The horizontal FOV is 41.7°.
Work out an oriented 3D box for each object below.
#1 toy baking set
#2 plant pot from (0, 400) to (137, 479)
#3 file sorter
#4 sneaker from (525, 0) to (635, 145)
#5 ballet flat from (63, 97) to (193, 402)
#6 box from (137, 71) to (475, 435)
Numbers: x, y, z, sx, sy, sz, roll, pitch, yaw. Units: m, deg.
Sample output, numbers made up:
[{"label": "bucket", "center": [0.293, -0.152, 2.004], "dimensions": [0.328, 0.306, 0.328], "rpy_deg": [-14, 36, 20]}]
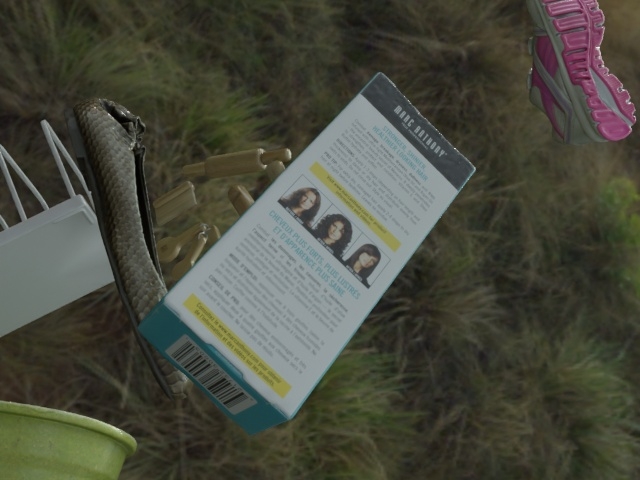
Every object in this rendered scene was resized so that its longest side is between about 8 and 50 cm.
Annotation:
[{"label": "toy baking set", "center": [-0.104, -0.035, 1.056], "dimensions": [0.030, 0.256, 0.196], "rpy_deg": [52, 35, -49]}, {"label": "plant pot", "center": [-0.373, 0.341, 0.969], "dimensions": [0.276, 0.276, 0.254], "rpy_deg": [27, 57, -36]}, {"label": "file sorter", "center": [-0.431, -0.001, 1.107], "dimensions": [0.278, 0.193, 0.173], "rpy_deg": [-27, 63, -8]}, {"label": "sneaker", "center": [0.315, -0.234, 1.116], "dimensions": [0.103, 0.111, 0.252], "rpy_deg": [-9, 79, -31]}, {"label": "ballet flat", "center": [-0.132, -0.003, 0.624], "dimensions": [0.058, 0.084, 0.250], "rpy_deg": [-18, 67, -13]}, {"label": "box", "center": [0.000, 0.000, 0.553], "dimensions": [0.100, 0.060, 0.244], "rpy_deg": [44, 55, -5]}]
